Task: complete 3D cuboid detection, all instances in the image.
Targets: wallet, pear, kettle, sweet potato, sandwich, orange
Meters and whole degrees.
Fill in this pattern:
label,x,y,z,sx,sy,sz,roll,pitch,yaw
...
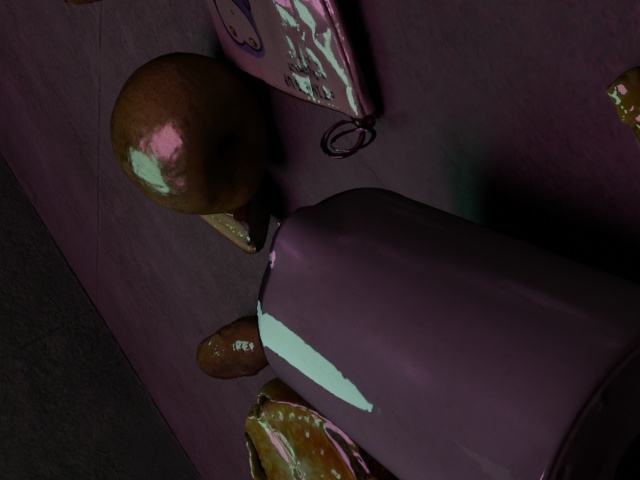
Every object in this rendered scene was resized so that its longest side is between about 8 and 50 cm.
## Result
label,x,y,z,sx,sy,sz,roll,pitch,yaw
wallet,-0.061,-0.256,1.126,0.335,0.068,0.274,35,149,49
pear,-0.179,-0.144,1.349,0.211,0.188,0.228,22,138,38
kettle,0.162,0.135,0.914,0.377,0.250,0.361,29,170,47
sweet potato,-0.103,0.176,1.701,0.385,0.109,0.109,-17,102,55
sandwich,-0.144,-0.069,1.499,0.258,0.096,0.094,36,154,43
orange,0.007,0.312,1.503,0.262,0.196,0.334,39,157,12

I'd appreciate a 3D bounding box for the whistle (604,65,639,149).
label,x,y,z,sx,sy,sz,roll,pitch,yaw
whistle,0.269,-0.036,0.715,0.104,0.057,0.198,87,158,-76

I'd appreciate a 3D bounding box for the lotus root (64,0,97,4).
label,x,y,z,sx,sy,sz,roll,pitch,yaw
lotus root,-0.278,-0.421,1.318,0.180,0.199,0.188,-1,161,32

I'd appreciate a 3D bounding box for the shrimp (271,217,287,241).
label,x,y,z,sx,sy,sz,roll,pitch,yaw
shrimp,0.003,0.001,1.332,0.174,0.076,0.082,23,97,63
